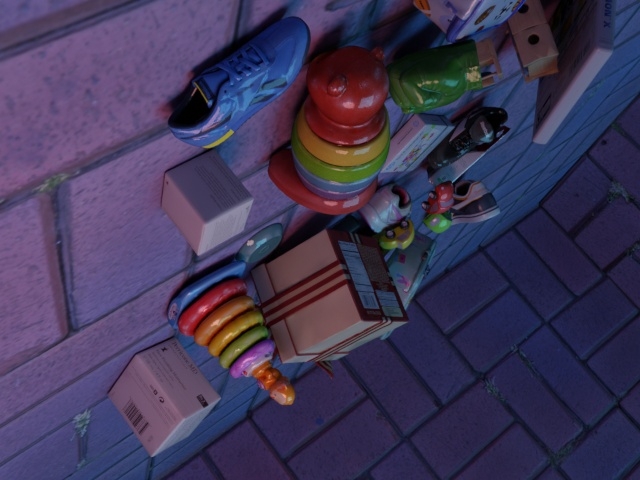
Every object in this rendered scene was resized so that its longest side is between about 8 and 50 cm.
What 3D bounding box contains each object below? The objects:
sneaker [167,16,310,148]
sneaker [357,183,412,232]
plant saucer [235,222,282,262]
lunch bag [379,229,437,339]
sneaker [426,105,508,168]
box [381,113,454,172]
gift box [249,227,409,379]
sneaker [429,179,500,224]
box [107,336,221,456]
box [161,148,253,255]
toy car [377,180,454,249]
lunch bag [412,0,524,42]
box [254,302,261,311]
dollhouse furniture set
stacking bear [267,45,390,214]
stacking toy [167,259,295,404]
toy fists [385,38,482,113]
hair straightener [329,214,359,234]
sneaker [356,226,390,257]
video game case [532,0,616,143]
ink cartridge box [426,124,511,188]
[{"bbox_3d":[-0.099,-0.194,0.953,0.209,0.069,0.082,-42,162,10],"label":"sneaker"},{"bbox_3d":[0.183,-0.078,1.948,0.111,0.103,0.252,-42,166,16],"label":"sneaker"},{"bbox_3d":[-0.120,0.011,1.622,0.119,0.021,0.119,-37,165,-11],"label":"plant saucer"},{"bbox_3d":[0.205,0.108,2.067,0.224,0.108,0.279,-51,169,-51],"label":"lunch bag"},{"bbox_3d":[0.346,-0.246,1.831,0.234,0.078,0.106,-38,-162,-22],"label":"sneaker"},{"bbox_3d":[0.204,-0.212,1.723,0.145,0.038,0.186,-46,163,24],"label":"box"},{"bbox_3d":[0.010,0.150,1.747,0.258,0.276,0.255,-30,155,28],"label":"gift box"},{"bbox_3d":[0.428,-0.118,2.441,0.126,0.127,0.321,-26,-174,-25],"label":"sneaker"},{"bbox_3d":[-0.348,0.346,1.746,0.119,0.181,0.182,-23,158,-51],"label":"box"},{"bbox_3d":[-0.165,-0.054,1.141,0.087,0.101,0.102,-31,164,-28],"label":"box"},{"bbox_3d":[0.274,-0.049,1.941,0.239,0.053,0.225,-43,159,24],"label":"toy car"},{"bbox_3d":[0.279,-0.427,1.107,0.243,0.115,0.303,-28,163,-45],"label":"lunch bag"},{"bbox_3d":[-0.093,0.202,2.106,0.114,0.103,0.203,-43,166,14],"label":"box"},{"bbox_3d":[0.340,-0.362,1.493,0.184,0.128,0.129,-18,171,15],"label":"dollhouse furniture set"},{"bbox_3d":[0.030,-0.175,1.181,0.175,0.164,0.289,-34,160,-21],"label":"stacking bear"},{"bbox_3d":[-0.153,0.207,1.566,0.166,0.301,0.175,-30,164,-33],"label":"stacking toy"},{"bbox_3d":[0.181,-0.260,1.257,0.142,0.096,0.279,-9,-166,12],"label":"toy fists"},{"bbox_3d":[0.000,0.000,1.867,0.231,0.047,0.089,-27,162,-26],"label":"hair straightener"},{"bbox_3d":[0.089,0.085,2.120,0.385,0.147,0.145,-34,163,-28],"label":"sneaker"},{"bbox_3d":[0.494,-0.393,1.534,0.329,0.036,0.299,102,0,-68],"label":"video game case"},{"bbox_3d":[0.363,-0.221,1.960,0.225,0.056,0.181,-45,-176,13],"label":"ink cartridge box"}]
